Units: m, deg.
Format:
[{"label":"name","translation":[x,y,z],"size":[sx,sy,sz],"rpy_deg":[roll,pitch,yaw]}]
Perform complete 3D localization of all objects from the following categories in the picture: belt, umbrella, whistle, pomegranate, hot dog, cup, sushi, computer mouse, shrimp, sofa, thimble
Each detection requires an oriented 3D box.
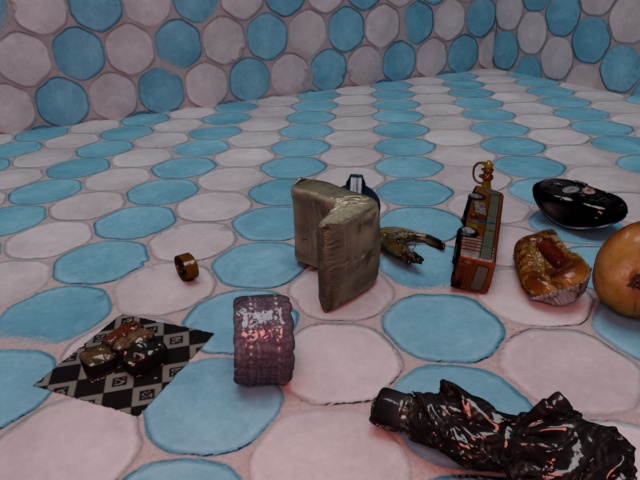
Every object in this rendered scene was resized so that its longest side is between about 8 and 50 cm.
[{"label":"belt","translation":[-0.295,0.059,1.248],"size":[0.036,0.059,0.083],"rpy_deg":[-16,18,-28]},{"label":"umbrella","translation":[0.234,0.246,0.751],"size":[0.336,0.128,0.154],"rpy_deg":[17,34,39]},{"label":"whistle","translation":[0.467,-0.178,1.609],"size":[0.046,0.109,0.057],"rpy_deg":[-13,22,-20]},{"label":"pomegranate","translation":[0.601,0.059,1.036],"size":[0.191,0.191,0.191],"rpy_deg":[-2,26,1]},{"label":"hot dog","translation":[0.466,0.048,1.161],"size":[0.131,0.069,0.253],"rpy_deg":[-27,19,16]},{"label":"cup","translation":[0.080,-0.065,1.347],"size":[0.131,0.177,0.155],"rpy_deg":[1,32,4]},{"label":"sushi","translation":[-0.343,0.190,0.997],"size":[0.219,0.047,0.231],"rpy_deg":[8,28,20]},{"label":"computer mouse","translation":[0.640,-0.083,1.413],"size":[0.137,0.097,0.233],"rpy_deg":[-23,37,-27]},{"label":"shrimp","translation":[0.215,0.008,1.322],"size":[0.150,0.051,0.217],"rpy_deg":[-2,21,-15]},{"label":"sofa","translation":[0.000,0.000,1.182],"size":[0.225,0.210,0.176],"rpy_deg":[25,39,38]},{"label":"thimble","translation":[-0.095,0.160,0.926],"size":[0.097,0.150,0.150],"rpy_deg":[-1,26,-9]}]

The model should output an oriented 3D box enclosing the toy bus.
[{"label":"toy bus","translation":[0.364,-0.016,1.307],"size":[0.092,0.093,0.409],"rpy_deg":[14,30,14]}]
